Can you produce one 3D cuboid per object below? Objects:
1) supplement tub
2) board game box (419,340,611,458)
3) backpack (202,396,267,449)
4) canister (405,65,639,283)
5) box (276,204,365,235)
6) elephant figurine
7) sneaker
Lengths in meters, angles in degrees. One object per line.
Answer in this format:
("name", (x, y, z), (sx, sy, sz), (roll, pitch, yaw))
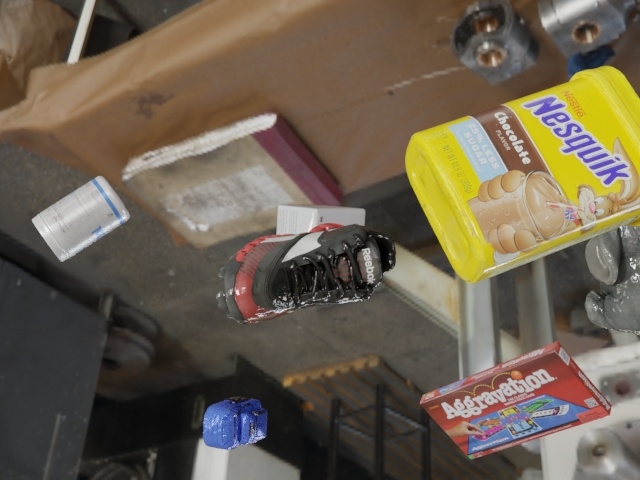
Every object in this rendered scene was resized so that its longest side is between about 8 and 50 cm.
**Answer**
("supplement tub", (-0.311, -0.029, 1.085), (0.107, 0.071, 0.071), (-36, 147, -12))
("board game box", (0.311, 0.268, 1.359), (0.145, 0.027, 0.281), (49, 131, -10))
("backpack", (-0.171, 0.365, 1.659), (0.101, 0.098, 0.120), (-4, 176, 38))
("canister", (0.164, -0.050, 0.624), (0.169, 0.126, 0.073), (-20, 161, -14))
("box", (0.000, 0.000, 1.202), (0.101, 0.102, 0.087), (-1, -175, -43))
("elephant figurine", (0.451, 0.012, 1.220), (0.186, 0.169, 0.240), (6, 124, 44))
("sneaker", (-0.003, 0.035, 1.011), (0.135, 0.098, 0.276), (-2, -171, 38))
